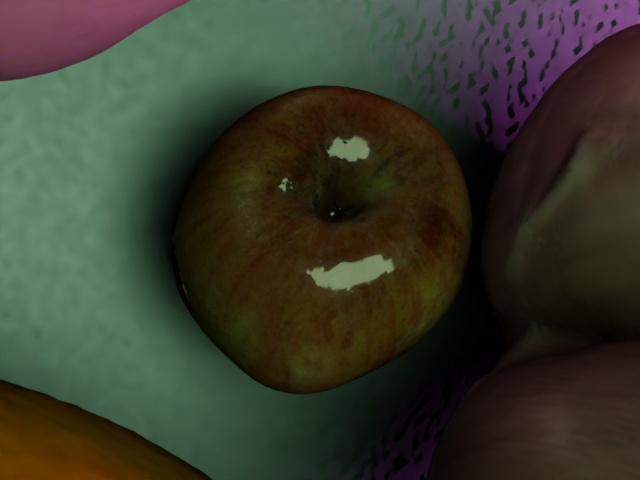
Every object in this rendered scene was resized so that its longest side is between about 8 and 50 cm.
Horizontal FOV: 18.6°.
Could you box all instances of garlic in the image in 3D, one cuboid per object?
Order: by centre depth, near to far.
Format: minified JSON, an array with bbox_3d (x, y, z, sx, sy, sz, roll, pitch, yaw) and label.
[{"bbox_3d":[0.146,0.040,0.516,0.237,0.292,0.210,-1,74,19],"label":"garlic"}]

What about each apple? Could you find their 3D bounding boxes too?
[{"bbox_3d":[0.000,0.000,0.539,0.084,0.071,0.084,3,73,-8],"label":"apple"}]

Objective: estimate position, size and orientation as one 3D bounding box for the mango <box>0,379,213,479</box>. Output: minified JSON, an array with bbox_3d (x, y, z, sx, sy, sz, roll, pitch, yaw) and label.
[{"bbox_3d":[-0.065,0.199,0.459,0.445,0.220,0.301,27,70,-29],"label":"mango"}]

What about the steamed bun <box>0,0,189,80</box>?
[{"bbox_3d":[-0.045,-0.202,0.367,0.342,0.255,0.367,-4,106,-45],"label":"steamed bun"}]
